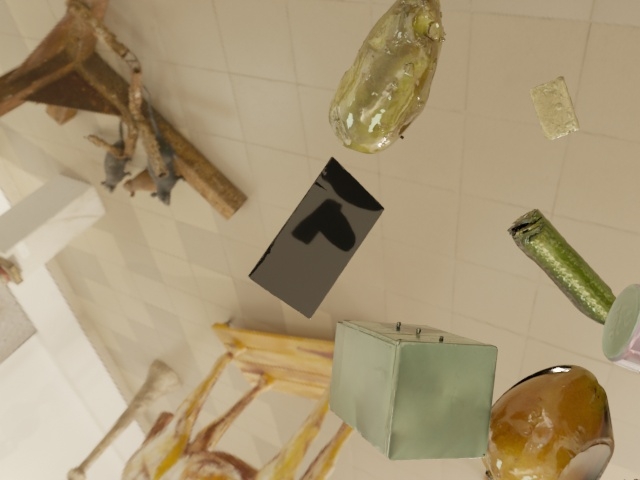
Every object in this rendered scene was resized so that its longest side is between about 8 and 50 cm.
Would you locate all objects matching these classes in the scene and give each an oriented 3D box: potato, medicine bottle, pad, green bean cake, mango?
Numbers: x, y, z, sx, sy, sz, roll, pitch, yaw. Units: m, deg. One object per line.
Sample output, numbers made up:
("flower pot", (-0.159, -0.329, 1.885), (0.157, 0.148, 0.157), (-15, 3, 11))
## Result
("potato", (0.119, -0.279, 0.986), (0.141, 0.192, 0.296), (20, 115, -15))
("medicine bottle", (0.520, 0.147, 0.846), (0.168, 0.135, 0.135), (20, 139, 9))
("pad", (0.000, 0.000, 1.216), (0.202, 0.300, 0.005), (39, 171, -37))
("green bean cake", (0.741, -0.417, 1.833), (0.109, 0.085, 0.179), (-17, 98, 26))
("mango", (0.344, 0.288, 0.891), (0.166, 0.236, 0.136), (30, 150, 52))

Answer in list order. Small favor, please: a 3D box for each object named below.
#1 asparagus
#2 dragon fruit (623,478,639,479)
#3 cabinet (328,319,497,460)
("asparagus", (0.680, 0.080, 1.606), (0.382, 0.108, 0.128), (51, 163, 12))
("dragon fruit", (0.464, 0.360, 0.656), (0.134, 0.212, 0.262), (-3, 147, -13))
("cabinet", (0.120, 0.195, 0.815), (0.145, 0.150, 0.206), (6, 179, -20))
